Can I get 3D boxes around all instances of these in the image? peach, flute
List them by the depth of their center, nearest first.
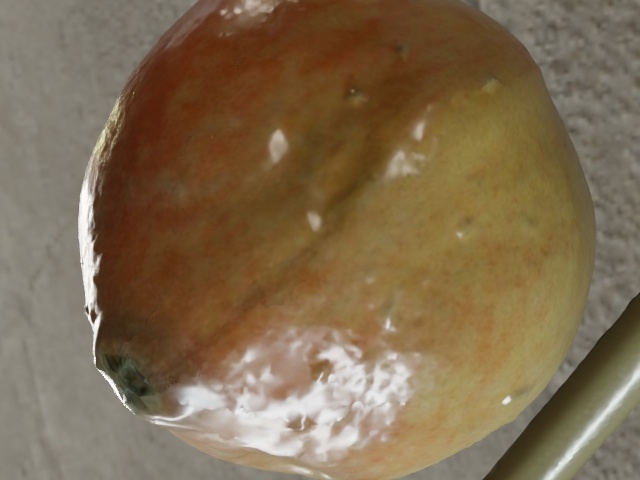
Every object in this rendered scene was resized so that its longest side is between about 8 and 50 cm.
[{"bbox_3d":[0.074,0.027,0.361,0.233,0.027,0.027,-54,46,19],"label":"flute"},{"bbox_3d":[0.000,0.000,0.627,0.232,0.232,0.233,39,136,53],"label":"peach"}]
